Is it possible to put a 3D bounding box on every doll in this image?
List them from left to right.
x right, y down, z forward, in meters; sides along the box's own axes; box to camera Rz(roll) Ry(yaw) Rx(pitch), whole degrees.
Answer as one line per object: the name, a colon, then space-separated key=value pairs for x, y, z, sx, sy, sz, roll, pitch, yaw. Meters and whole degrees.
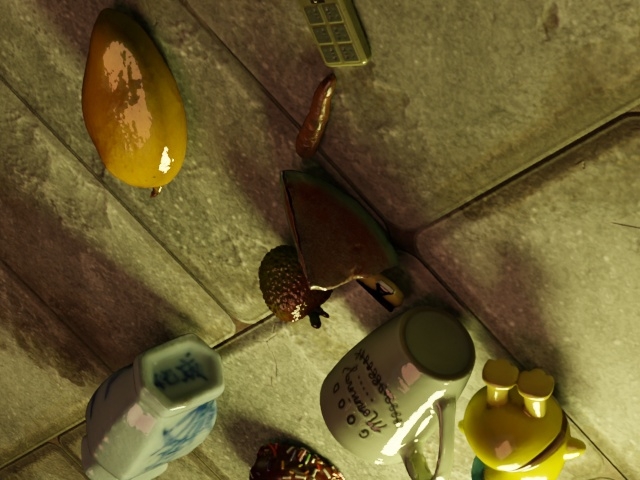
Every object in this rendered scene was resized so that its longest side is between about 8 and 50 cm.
doll: x=0.306 y=0.317 z=1.881 sx=0.199 sy=0.145 sz=0.363 roll=16 pitch=144 yaw=21

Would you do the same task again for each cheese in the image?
cheese: x=0.091 y=0.070 z=1.833 sx=0.086 sy=0.036 sz=0.162 roll=42 pitch=178 yaw=0

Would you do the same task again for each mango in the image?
mango: x=-0.289 y=-0.206 z=1.888 sx=0.176 sy=0.119 sz=0.317 roll=19 pitch=130 yaw=30

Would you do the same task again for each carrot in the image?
carrot: x=-0.004 y=-0.174 z=1.732 sx=0.035 sy=0.036 sz=0.165 roll=34 pitch=141 yaw=8

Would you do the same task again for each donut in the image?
donut: x=-0.047 y=0.497 z=2.414 sx=0.235 sy=0.089 sz=0.235 roll=25 pitch=142 yaw=22

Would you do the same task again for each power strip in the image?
power strip: x=0.008 y=-0.301 z=1.594 sx=0.076 sy=0.028 sz=0.169 roll=3 pitch=130 yaw=41

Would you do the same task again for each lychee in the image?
lychee: x=-0.037 y=0.074 z=1.950 sx=0.146 sy=0.114 sz=0.114 roll=51 pitch=144 yaw=4

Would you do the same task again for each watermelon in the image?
watermelon: x=0.013 y=-0.016 z=1.792 sx=0.207 sy=0.136 sz=0.202 roll=59 pitch=180 yaw=-31

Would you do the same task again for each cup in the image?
cup: x=0.144 y=0.246 z=1.881 sx=0.258 sy=0.186 sz=0.234 roll=63 pitch=143 yaw=21

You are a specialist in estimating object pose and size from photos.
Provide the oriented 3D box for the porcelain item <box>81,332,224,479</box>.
porcelain item: x=-0.332 y=0.338 z=2.380 sx=0.178 sy=0.242 sz=0.405 roll=57 pitch=142 yaw=18
